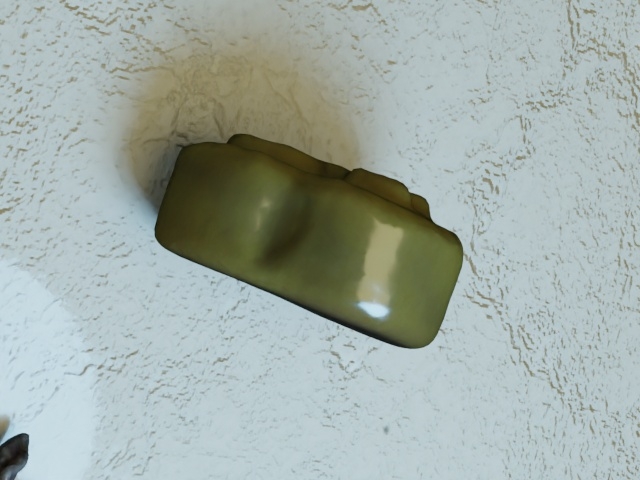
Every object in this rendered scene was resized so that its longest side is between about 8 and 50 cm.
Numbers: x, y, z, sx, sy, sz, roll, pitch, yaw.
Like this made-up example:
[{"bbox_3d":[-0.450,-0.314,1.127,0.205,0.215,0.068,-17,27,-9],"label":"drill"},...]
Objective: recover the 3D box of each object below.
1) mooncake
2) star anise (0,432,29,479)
[{"bbox_3d":[0.000,0.000,1.132,0.234,0.235,0.117,21,87,-32],"label":"mooncake"},{"bbox_3d":[-0.289,0.244,1.090,0.209,0.089,0.231,-20,99,-17],"label":"star anise"}]
